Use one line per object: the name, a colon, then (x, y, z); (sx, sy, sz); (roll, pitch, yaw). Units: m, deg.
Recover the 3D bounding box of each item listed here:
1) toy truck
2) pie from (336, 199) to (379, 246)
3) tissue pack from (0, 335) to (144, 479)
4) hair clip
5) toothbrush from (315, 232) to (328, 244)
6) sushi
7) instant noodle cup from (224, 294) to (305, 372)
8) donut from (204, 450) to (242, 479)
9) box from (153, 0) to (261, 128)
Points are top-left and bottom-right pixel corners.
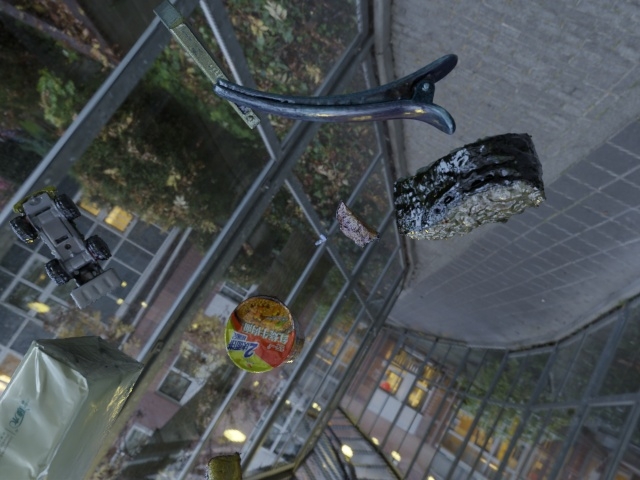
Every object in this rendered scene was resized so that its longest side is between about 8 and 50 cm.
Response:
toy truck: (-0.574, 0.013, 1.016); (0.286, 0.136, 0.111); (56, 161, -3)
pie: (0.107, -0.041, 1.370); (0.170, 0.092, 0.034); (41, -146, 15)
tissue pack: (-0.655, 0.446, 1.102); (0.207, 0.381, 0.297); (26, 174, 8)
hair clip: (0.009, -0.158, 0.490); (0.275, 0.083, 0.048); (2, 180, 9)
toothbrush: (0.000, 0.000, 1.079); (0.019, 0.013, 0.193); (42, 172, 0)
sushi: (0.317, -0.105, 0.989); (0.210, 0.171, 0.350); (-6, 168, -44)
instant noodle cup: (-0.144, 0.275, 1.284); (0.213, 0.213, 0.174); (27, 172, 22)
donut: (-0.172, 0.445, 0.774); (0.059, 0.141, 0.140); (7, 177, -19)
box: (-0.243, -0.386, 0.980); (0.270, 0.045, 0.211); (48, -176, -44)
